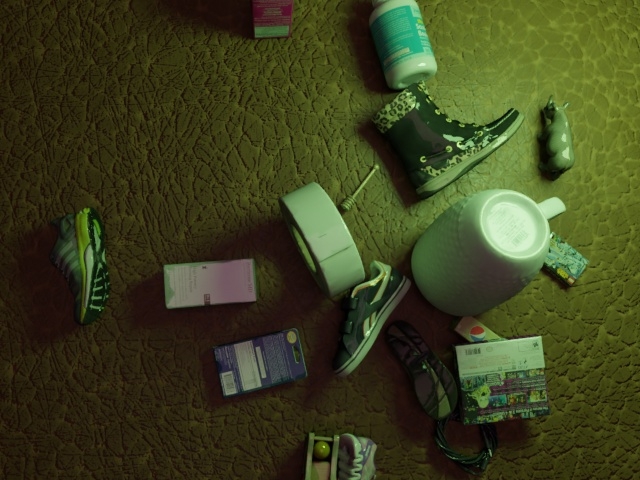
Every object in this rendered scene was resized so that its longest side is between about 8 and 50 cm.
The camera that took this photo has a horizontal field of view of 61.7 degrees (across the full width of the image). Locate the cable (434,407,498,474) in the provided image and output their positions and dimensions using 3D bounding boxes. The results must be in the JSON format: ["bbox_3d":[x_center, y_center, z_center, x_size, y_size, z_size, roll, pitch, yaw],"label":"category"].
[{"bbox_3d":[0.390,0.524,1.433,0.184,0.047,0.151,40,81,1],"label":"cable"}]

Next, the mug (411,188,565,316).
[{"bbox_3d":[0.445,0.000,1.341,0.373,0.328,0.276,-27,76,-16],"label":"mug"}]

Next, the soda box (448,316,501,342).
[{"bbox_3d":[0.444,0.273,1.464,0.181,0.058,0.061,37,81,0],"label":"soda box"}]

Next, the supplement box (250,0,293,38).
[{"bbox_3d":[-0.135,-0.645,1.438,0.113,0.220,0.111,-5,84,-8],"label":"supplement box"}]

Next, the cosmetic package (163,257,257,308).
[{"bbox_3d":[-0.283,0.113,1.397,0.230,0.085,0.118,-6,84,-5],"label":"cosmetic package"}]

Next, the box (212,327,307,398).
[{"bbox_3d":[-0.158,0.320,1.407,0.225,0.036,0.137,-12,85,-6],"label":"box"}]

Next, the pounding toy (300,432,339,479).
[{"bbox_3d":[-0.040,0.612,1.324,0.154,0.154,0.270,7,82,-5],"label":"pounding toy"}]

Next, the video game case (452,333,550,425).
[{"bbox_3d":[0.474,0.365,1.409,0.231,0.042,0.211,-7,89,-1],"label":"video game case"}]

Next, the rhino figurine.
[{"bbox_3d":[0.677,-0.303,1.534,0.073,0.106,0.244,0,83,-6],"label":"rhino figurine"}]

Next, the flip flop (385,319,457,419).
[{"bbox_3d":[0.267,0.342,1.434,0.112,0.080,0.277,-32,72,-4],"label":"flip flop"}]

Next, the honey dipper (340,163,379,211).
[{"bbox_3d":[0.115,-0.150,1.498,0.030,0.030,0.161,39,78,0],"label":"honey dipper"}]

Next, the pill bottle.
[{"bbox_3d":[0.223,-0.571,1.501,0.146,0.146,0.264,-16,85,-7],"label":"pill bottle"}]

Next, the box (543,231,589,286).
[{"bbox_3d":[0.685,0.054,1.530,0.137,0.027,0.094,40,79,0],"label":"box"}]

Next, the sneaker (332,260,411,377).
[{"bbox_3d":[0.102,0.198,1.407,0.127,0.126,0.321,38,70,-5],"label":"sneaker"}]

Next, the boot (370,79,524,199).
[{"bbox_3d":[0.352,-0.325,1.495,0.377,0.138,0.284,-37,88,-3],"label":"boot"}]

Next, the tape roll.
[{"bbox_3d":[0.000,0.000,1.338,0.100,0.286,0.286,-26,86,-8],"label":"tape roll"}]

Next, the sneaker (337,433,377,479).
[{"bbox_3d":[0.096,0.611,1.375,0.104,0.095,0.237,5,92,-37],"label":"sneaker"}]

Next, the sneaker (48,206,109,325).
[{"bbox_3d":[-0.620,0.069,1.369,0.121,0.111,0.300,-8,78,3],"label":"sneaker"}]
